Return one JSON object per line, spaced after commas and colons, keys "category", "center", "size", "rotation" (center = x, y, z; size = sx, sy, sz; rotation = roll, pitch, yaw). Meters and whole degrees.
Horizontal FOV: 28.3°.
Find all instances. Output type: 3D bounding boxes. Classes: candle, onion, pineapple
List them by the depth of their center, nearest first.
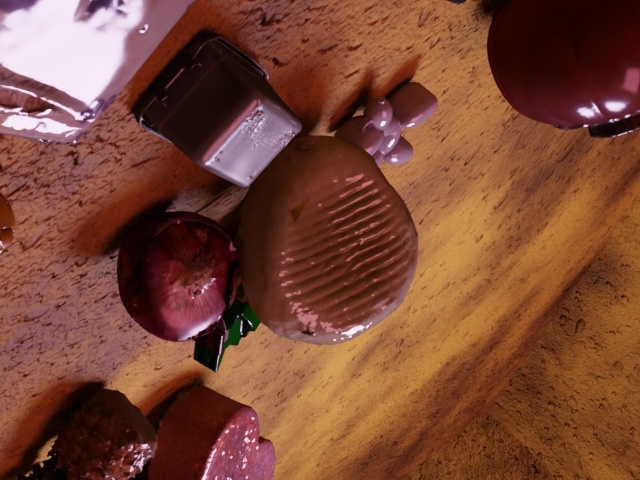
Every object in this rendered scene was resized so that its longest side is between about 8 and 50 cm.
{"category": "onion", "center": [-0.176, 0.039, 1.470], "size": [0.150, 0.150, 0.140], "rotation": [-36, -161, -25]}
{"category": "pineapple", "center": [-0.331, 0.313, 1.682], "size": [0.248, 0.128, 0.128], "rotation": [-44, 161, 9]}
{"category": "candle", "center": [-0.179, 0.391, 1.980], "size": [0.287, 0.131, 0.317], "rotation": [-58, 155, -25]}

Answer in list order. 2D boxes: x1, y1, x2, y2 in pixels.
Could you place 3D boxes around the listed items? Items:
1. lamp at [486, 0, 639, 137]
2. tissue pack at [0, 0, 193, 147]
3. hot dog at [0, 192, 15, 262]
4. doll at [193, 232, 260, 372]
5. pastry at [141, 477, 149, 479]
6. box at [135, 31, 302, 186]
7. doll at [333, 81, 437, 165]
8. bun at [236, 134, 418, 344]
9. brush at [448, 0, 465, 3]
{"category": "lamp", "center": [0.372, -0.274, 1.701], "size": [0.303, 0.257, 0.303], "rotation": [-20, -166, 5]}
{"category": "tissue pack", "center": [-0.166, -0.230, 0.895], "size": [0.343, 0.125, 0.242], "rotation": [-48, 162, 14]}
{"category": "hot dog", "center": [-0.346, 0.002, 1.078], "size": [0.104, 0.076, 0.250], "rotation": [-53, 157, 19]}
{"category": "doll", "center": [-0.112, 0.066, 1.637], "size": [0.186, 0.106, 0.134], "rotation": [-57, 160, -15]}
{"category": "pastry", "center": [-0.305, 0.477, 2.100], "size": [0.192, 0.093, 0.182], "rotation": [-51, 161, -6]}
{"category": "box", "center": [-0.095, -0.125, 1.302], "size": [0.124, 0.093, 0.172], "rotation": [-47, 161, 7]}
{"category": "doll", "center": [0.080, -0.144, 1.680], "size": [0.160, 0.059, 0.161], "rotation": [-31, 157, -38]}
{"category": "bun", "center": [0.000, 0.000, 1.559], "size": [0.259, 0.259, 0.160], "rotation": [-35, -166, -28]}
{"category": "brush", "center": [0.177, -0.361, 1.432], "size": [0.197, 0.059, 0.123], "rotation": [-52, 161, 20]}
